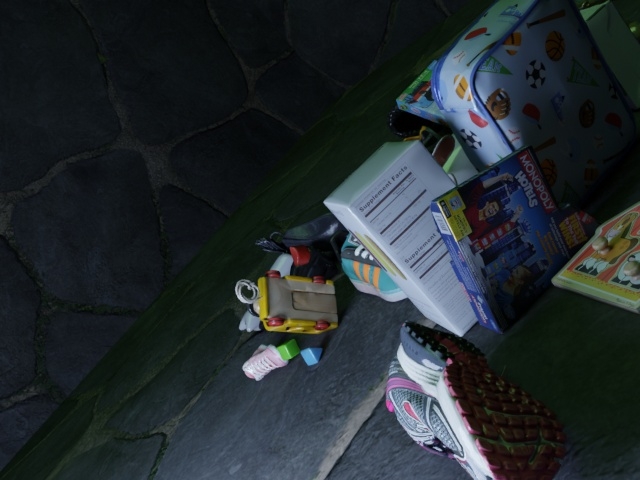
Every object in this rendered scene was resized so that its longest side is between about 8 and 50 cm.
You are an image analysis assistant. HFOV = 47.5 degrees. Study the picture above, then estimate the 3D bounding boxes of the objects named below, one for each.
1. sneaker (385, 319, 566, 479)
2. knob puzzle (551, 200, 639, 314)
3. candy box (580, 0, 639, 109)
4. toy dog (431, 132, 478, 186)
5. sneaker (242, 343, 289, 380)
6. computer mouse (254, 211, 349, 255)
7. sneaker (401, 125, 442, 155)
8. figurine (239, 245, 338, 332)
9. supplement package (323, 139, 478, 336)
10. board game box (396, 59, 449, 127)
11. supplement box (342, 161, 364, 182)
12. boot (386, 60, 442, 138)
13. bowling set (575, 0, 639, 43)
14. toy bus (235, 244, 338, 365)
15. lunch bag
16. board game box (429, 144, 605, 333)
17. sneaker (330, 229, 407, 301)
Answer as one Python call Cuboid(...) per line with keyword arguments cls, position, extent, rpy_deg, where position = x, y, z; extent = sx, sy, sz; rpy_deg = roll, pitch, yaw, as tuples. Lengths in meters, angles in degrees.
Cuboid(cls="sneaker", position=(0.148, 0.185, 0.753), extent=(0.299, 0.120, 0.112), rpy_deg=(-126, 55, -75))
Cuboid(cls="knob puzzle", position=(0.374, -0.009, 0.838), extent=(0.213, 0.030, 0.213), rpy_deg=(-40, 14, 12))
Cuboid(cls="candy box", position=(0.447, -0.296, 1.214), extent=(0.070, 0.165, 0.196), rpy_deg=(-42, 13, -5))
Cuboid(cls="toy dog", position=(0.217, -0.146, 1.284), extent=(0.220, 0.161, 0.333), rpy_deg=(-20, 9, 41))
Cuboid(cls="sneaker", position=(-0.107, 0.238, 1.394), extent=(0.070, 0.051, 0.134), rpy_deg=(-49, 12, -18))
Cuboid(cls="computer mouse", position=(0.000, 0.000, 1.697), extent=(0.272, 0.072, 0.188), rpy_deg=(-22, -22, 36))
Cuboid(cls="sneaker", position=(0.214, -0.204, 1.767), extent=(0.215, 0.083, 0.084), rpy_deg=(-33, 18, 39))
Cuboid(cls="figurine", position=(-0.087, 0.124, 1.624), extent=(0.209, 0.092, 0.215), rpy_deg=(-53, 16, -23))
Cuboid(cls="supplement package", position=(0.143, -0.008, 1.024), extent=(0.134, 0.244, 0.139), rpy_deg=(-44, 13, -6))
Cuboid(cls="board game box", position=(0.318, -0.360, 1.807), extent=(0.211, 0.039, 0.160), rpy_deg=(31, 71, 38))
Cuboid(cls="supplement box", position=(0.137, -0.092, 1.542), extent=(0.073, 0.130, 0.239), rpy_deg=(-44, 15, -3))
Cuboid(cls="boot", position=(0.348, -0.421, 1.947), extent=(0.348, 0.131, 0.260), rpy_deg=(-36, 11, 44))
Cuboid(cls="bowling set", position=(0.503, -0.428, 1.355), extent=(0.154, 0.200, 0.287), rpy_deg=(-29, 4, -25))
Cuboid(cls="toy bus", position=(-0.067, 0.120, 1.334), extent=(0.104, 0.202, 0.191), rpy_deg=(-29, 14, 48))
Cuboid(cls="lunch bag", position=(0.309, -0.187, 1.019), extent=(0.243, 0.303, 0.115), rpy_deg=(-48, 28, -16))
Cuboid(cls="board game box", position=(0.257, -0.015, 0.936), extent=(0.194, 0.194, 0.060), rpy_deg=(-30, 13, -11))
Cuboid(cls="sneaker", position=(0.102, 0.028, 1.291), extent=(0.108, 0.121, 0.302), rpy_deg=(-47, 15, -18))
